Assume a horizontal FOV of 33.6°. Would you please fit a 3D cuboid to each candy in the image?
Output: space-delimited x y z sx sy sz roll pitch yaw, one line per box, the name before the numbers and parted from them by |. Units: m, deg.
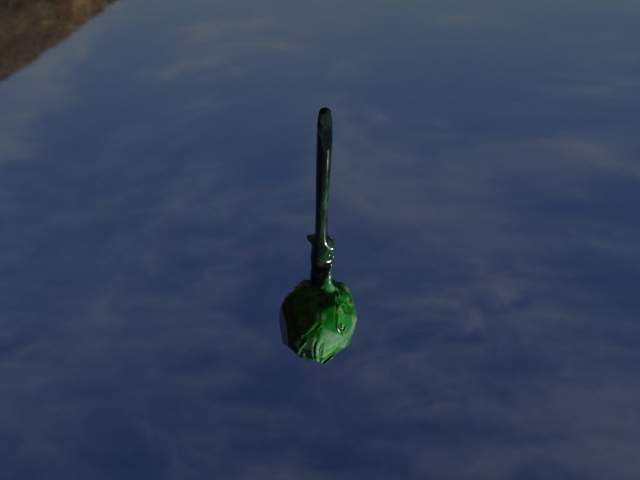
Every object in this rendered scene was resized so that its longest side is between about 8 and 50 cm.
candy | 0.002 -0.001 1.172 0.097 0.324 0.097 2 -145 -1
